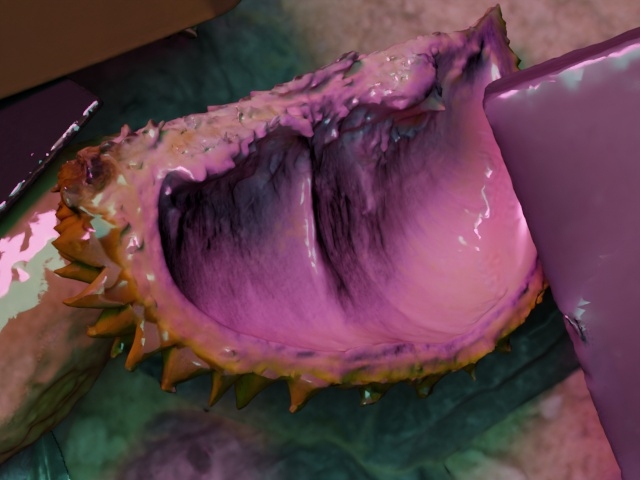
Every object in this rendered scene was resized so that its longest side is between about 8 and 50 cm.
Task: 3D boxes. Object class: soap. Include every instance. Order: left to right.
[{"bbox_3d":[0.262,0.008,0.941,0.285,0.107,0.296,-18,99,12],"label":"soap"}]

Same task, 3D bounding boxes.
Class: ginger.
[{"bbox_3d":[-0.180,0.040,0.995,0.267,0.138,0.152,-30,75,-1],"label":"ginger"}]

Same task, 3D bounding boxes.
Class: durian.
[{"bbox_3d":[0.000,0.000,0.977,0.341,0.112,0.191,-25,101,-40],"label":"durian"}]

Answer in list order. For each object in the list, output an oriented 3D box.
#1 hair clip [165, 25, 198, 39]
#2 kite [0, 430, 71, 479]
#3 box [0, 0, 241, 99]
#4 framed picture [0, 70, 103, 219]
[{"bbox_3d":[-0.075,-0.201,1.097,0.049,0.049,0.173,1,77,0],"label":"hair clip"},{"bbox_3d":[-0.297,0.215,1.016,0.360,0.022,0.204,-10,76,-3],"label":"kite"},{"bbox_3d":[-0.146,-0.166,0.931,0.201,0.144,0.090,-20,42,11],"label":"box"},{"bbox_3d":[-0.288,0.003,0.993,0.324,0.013,0.244,-50,45,-9],"label":"framed picture"}]
